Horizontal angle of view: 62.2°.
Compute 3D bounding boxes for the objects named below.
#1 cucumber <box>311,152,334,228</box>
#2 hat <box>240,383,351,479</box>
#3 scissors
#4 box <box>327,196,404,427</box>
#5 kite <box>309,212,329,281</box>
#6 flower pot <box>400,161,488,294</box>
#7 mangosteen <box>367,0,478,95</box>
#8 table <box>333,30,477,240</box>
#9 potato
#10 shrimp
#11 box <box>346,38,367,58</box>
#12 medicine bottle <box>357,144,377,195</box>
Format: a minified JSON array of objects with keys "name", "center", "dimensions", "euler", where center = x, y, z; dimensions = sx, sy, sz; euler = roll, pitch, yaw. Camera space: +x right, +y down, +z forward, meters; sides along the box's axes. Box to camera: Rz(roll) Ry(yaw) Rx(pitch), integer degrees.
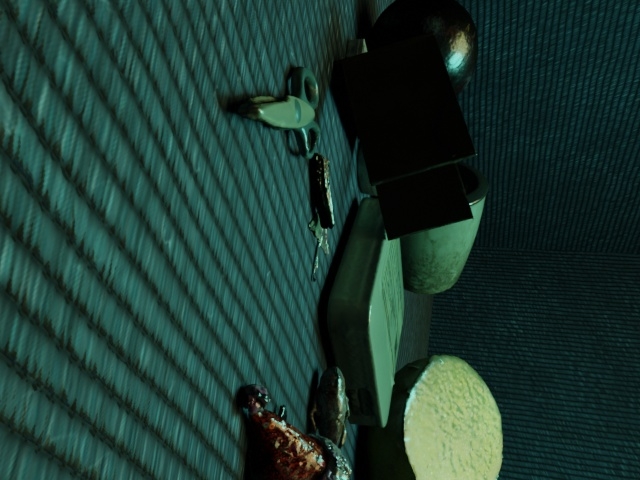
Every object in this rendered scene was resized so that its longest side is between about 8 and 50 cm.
[{"name":"cucumber","center":[0.003,-0.083,0.904],"dimensions":[0.034,0.033,0.135],"euler":[-12,107,-32]},{"name":"hat","center":[-0.053,0.281,0.701],"dimensions":[0.140,0.128,0.228],"euler":[-47,123,-32]},{"name":"scissors","center":[-0.045,-0.173,0.718],"dimensions":[0.289,0.041,0.138],"euler":[-43,132,-72]},{"name":"box","center":[0.117,0.156,1.196],"dimensions":[0.397,0.111,0.396],"euler":[-69,156,-48]},{"name":"kite","center":[0.000,0.000,0.953],"dimensions":[0.139,0.011,0.157],"euler":[56,39,-60]},{"name":"flower pot","center":[0.307,-0.033,1.509],"dimensions":[0.294,0.293,0.331],"euler":[-64,156,-53]},{"name":"mangosteen","center":[0.217,-0.404,1.218],"dimensions":[0.302,0.274,0.275],"euler":[-60,154,-18]},{"name":"table","center":[0.167,-0.189,1.025],"dimensions":[0.251,0.196,0.282],"euler":[61,17,-63]},{"name":"potato","center":[0.265,0.562,1.488],"dimensions":[0.385,0.319,0.442],"euler":[42,48,-15]},{"name":"shrimp","center":[0.016,0.325,0.961],"dimensions":[0.073,0.074,0.191],"euler":[123,-34,-84]},{"name":"box","center":[0.085,-0.368,1.126],"dimensions":[0.117,0.036,0.051],"euler":[58,37,-62]},{"name":"medicine bottle","center":[0.170,-0.178,1.261],"dimensions":[0.147,0.142,0.148],"euler":[4,90,-73]}]
